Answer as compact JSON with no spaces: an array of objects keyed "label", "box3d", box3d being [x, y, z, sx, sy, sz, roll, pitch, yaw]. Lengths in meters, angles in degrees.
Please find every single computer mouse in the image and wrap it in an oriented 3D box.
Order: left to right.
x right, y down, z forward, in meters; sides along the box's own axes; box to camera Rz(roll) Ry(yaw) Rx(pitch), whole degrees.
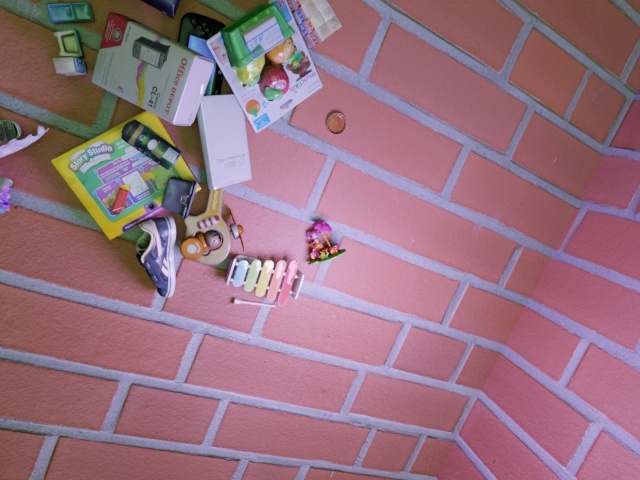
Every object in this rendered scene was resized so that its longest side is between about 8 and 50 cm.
[{"label":"computer mouse","box3d":[-1.043,-0.337,1.384,0.192,0.042,0.106,-7,104,-11]}]

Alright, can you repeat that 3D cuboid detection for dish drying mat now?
[{"label":"dish drying mat","box3d":[-0.672,-0.133,1.470,0.032,0.008,0.083,22,98,-21]}]

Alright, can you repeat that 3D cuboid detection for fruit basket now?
[{"label":"fruit basket","box3d":[-0.173,-0.607,1.527,0.327,0.165,0.353,-38,124,-13]}]

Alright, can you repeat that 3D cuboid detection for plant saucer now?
[{"label":"plant saucer","box3d":[0.061,-0.461,1.734,0.083,0.013,0.084,-6,108,-18]}]

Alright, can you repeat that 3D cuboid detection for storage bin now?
[{"label":"storage bin","box3d":[-0.482,-0.151,1.492,0.090,0.098,0.135,16,99,-14]}]

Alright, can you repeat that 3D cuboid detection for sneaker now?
[{"label":"sneaker","box3d":[-0.601,0.067,1.590,0.127,0.126,0.322,-9,117,-36]}]

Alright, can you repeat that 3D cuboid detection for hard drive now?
[{"label":"hard drive","box3d":[-0.338,-0.354,1.556,0.203,0.040,0.308,-29,120,-52]}]

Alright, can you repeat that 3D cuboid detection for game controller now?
[{"label":"game controller","box3d":[-0.413,-0.596,1.503,0.166,0.067,0.320,8,104,-21]}]

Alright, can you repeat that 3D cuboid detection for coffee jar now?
[{"label":"coffee jar","box3d":[-0.548,-0.310,1.416,0.184,0.096,0.079,36,88,-24]}]

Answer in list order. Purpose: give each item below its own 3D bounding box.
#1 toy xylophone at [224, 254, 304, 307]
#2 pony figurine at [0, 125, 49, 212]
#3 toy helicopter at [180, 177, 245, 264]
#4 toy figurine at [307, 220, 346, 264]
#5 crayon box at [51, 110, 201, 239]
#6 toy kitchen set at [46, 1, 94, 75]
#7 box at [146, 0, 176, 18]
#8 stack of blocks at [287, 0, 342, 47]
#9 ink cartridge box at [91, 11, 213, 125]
[{"label":"toy xylophone","box3d":[-0.233,0.175,1.792,0.322,0.081,0.237,6,105,-20]},{"label":"pony figurine","box3d":[-1.021,-0.243,1.280,0.350,0.303,0.363,-17,132,32]},{"label":"toy helicopter","box3d":[-0.385,-0.084,1.638,0.234,0.140,0.356,8,94,-16]},{"label":"toy figurine","box3d":[0.000,0.000,1.820,0.173,0.130,0.159,-19,99,14]},{"label":"crayon box","box3d":[-0.653,-0.230,1.513,0.362,0.106,0.313,-31,112,-8]},{"label":"toy kitchen set","box3d":[-0.747,-0.615,1.328,0.122,0.166,0.207,-12,110,-15]},{"label":"box","box3d":[-0.502,-0.934,1.290,0.293,0.212,0.396,21,99,-24]},{"label":"stack of blocks","box3d":[-0.065,-0.825,1.493,0.087,0.171,0.297,-38,113,-4]},{"label":"ink cartridge box","box3d":[-0.523,-0.528,1.368,0.306,0.131,0.226,28,108,5]}]
